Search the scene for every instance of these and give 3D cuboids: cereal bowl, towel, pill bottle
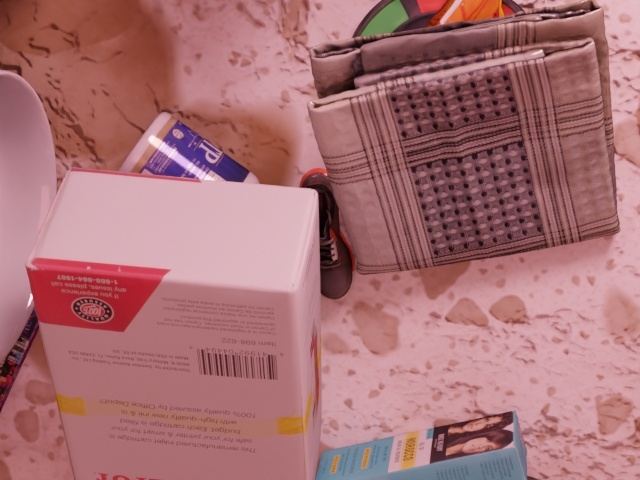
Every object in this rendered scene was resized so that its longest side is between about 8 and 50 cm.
[{"bbox_3d":[-0.416,-0.023,1.611,0.141,0.339,0.339,8,110,12],"label":"cereal bowl"},{"bbox_3d":[0.159,-0.096,1.593,0.312,0.056,0.324,-8,131,9],"label":"towel"},{"bbox_3d":[-0.133,-0.049,1.678,0.186,0.112,0.112,36,110,-6],"label":"pill bottle"}]

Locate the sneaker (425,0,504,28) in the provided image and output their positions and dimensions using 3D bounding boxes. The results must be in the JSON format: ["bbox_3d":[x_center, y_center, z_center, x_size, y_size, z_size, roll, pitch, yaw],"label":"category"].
[{"bbox_3d":[0.154,-0.228,1.564,0.067,0.064,0.175,31,107,-13],"label":"sneaker"}]

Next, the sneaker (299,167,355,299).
[{"bbox_3d":[0.000,0.000,1.703,0.061,0.065,0.158,-9,108,10],"label":"sneaker"}]

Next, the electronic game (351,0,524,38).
[{"bbox_3d":[0.137,-0.173,1.633,0.229,0.048,0.229,2,110,7],"label":"electronic game"}]

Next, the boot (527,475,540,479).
[{"bbox_3d":[0.147,0.372,1.818,0.305,0.112,0.115,-22,135,10],"label":"boot"}]

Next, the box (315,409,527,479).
[{"bbox_3d":[0.119,0.271,1.766,0.244,0.100,0.060,-14,107,11],"label":"box"}]

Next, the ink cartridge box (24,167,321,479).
[{"bbox_3d":[-0.144,0.122,1.647,0.279,0.160,0.385,5,134,6],"label":"ink cartridge box"}]

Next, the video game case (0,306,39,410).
[{"bbox_3d":[-0.469,0.128,1.821,0.210,0.042,0.232,26,111,-2],"label":"video game case"}]
